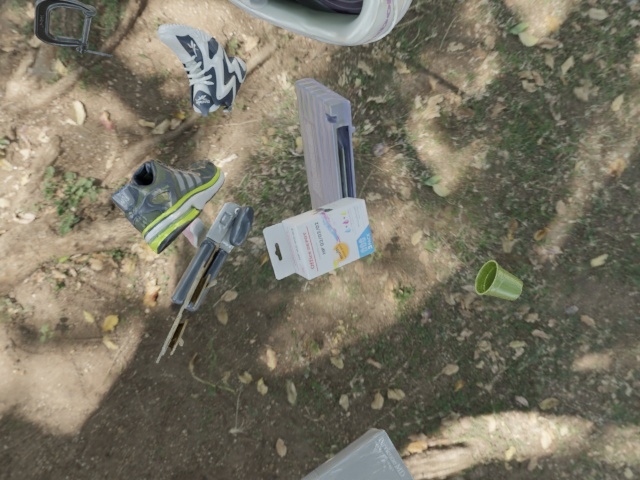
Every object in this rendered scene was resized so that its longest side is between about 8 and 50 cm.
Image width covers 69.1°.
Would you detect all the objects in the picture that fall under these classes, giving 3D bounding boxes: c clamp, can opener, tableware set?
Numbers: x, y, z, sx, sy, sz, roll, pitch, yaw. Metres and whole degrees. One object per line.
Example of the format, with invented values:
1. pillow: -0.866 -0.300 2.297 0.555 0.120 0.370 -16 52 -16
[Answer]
1. c clamp: -0.462 -0.402 0.875 0.137 0.161 0.022 -5 80 -27
2. can opener: -0.250 0.033 1.106 0.076 0.095 0.283 36 71 -27
3. tableware set: -0.260 0.145 0.923 0.039 0.128 0.194 25 99 -12

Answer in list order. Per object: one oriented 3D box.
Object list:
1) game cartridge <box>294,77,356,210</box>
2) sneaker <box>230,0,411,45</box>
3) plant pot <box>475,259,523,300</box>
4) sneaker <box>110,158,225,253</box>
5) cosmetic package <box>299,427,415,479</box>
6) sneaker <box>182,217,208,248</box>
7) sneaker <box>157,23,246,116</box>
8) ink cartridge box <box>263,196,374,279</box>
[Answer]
1. game cartridge: 0.020 -0.182 1.097 0.068 0.230 0.355 -15 125 -11
2. sneaker: -0.064 -0.245 0.321 0.305 0.152 0.114 30 130 -8
3. plant pot: 0.404 0.097 1.042 0.079 0.083 0.083 24 100 -7
4. sneaker: -0.258 -0.097 0.819 0.111 0.300 0.121 -37 109 16
5. cosmetic package: 0.039 0.439 0.788 0.238 0.107 0.127 -32 77 -13
6. sneaker: -0.320 -0.031 1.136 0.070 0.134 0.051 28 67 6
7. sneaker: -0.267 -0.362 1.033 0.094 0.235 0.153 7 86 27
8. ink cartridge box: 0.000 0.000 0.834 0.181 0.061 0.104 -22 109 -23
